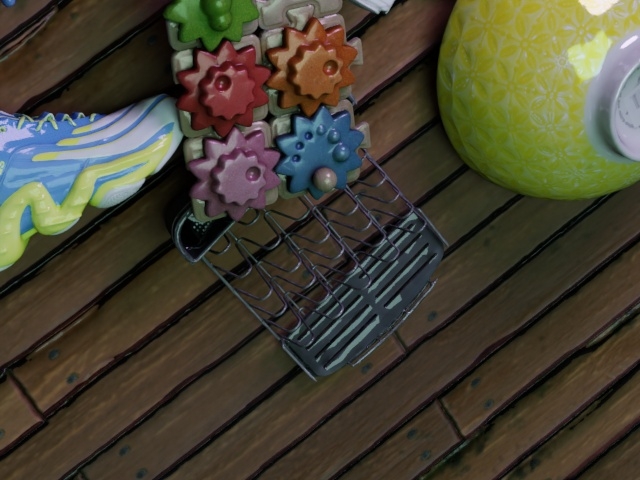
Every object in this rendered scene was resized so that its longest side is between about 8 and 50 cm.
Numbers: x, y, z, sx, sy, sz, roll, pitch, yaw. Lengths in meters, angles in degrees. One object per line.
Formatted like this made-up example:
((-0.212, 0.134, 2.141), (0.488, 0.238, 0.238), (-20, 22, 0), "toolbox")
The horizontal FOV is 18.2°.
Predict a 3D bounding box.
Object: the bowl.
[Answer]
((0.269, -0.152, 1.851), (0.289, 0.156, 0.289), (-15, 120, -27), "bowl")

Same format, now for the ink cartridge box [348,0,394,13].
((0.033, -0.329, 1.735), (0.158, 0.092, 0.218), (27, 93, -30), "ink cartridge box")

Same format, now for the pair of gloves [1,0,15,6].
((-0.229, -0.295, 1.658), (0.198, 0.023, 0.159), (-32, 118, -13), "pair of gloves")

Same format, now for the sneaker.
((-0.231, -0.076, 1.691), (0.240, 0.091, 0.126), (-37, 118, -10), "sneaker")

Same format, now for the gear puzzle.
((-0.044, -0.180, 1.675), (0.175, 0.044, 0.339), (-15, 116, -18), "gear puzzle")

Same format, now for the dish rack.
((0.000, 0.000, 1.840), (0.208, 0.074, 0.271), (-45, 120, -6), "dish rack")
